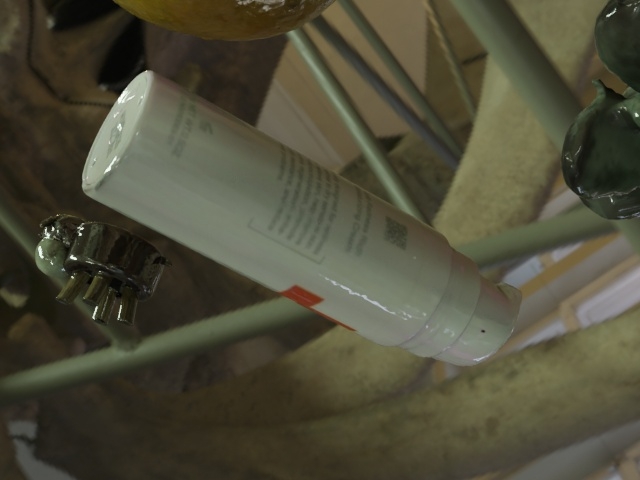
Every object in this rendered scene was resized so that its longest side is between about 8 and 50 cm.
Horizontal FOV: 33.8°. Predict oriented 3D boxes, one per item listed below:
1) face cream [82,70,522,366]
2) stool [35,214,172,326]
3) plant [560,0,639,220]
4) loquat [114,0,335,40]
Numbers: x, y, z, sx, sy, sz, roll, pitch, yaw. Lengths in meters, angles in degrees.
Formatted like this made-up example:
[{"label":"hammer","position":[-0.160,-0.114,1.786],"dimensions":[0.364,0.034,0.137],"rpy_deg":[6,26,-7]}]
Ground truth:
[{"label":"face cream","position":[0.000,0.000,0.775],"dimensions":[0.345,0.102,0.102],"rpy_deg":[29,-156,-24]},{"label":"stool","position":[-0.303,0.035,1.399],"dimensions":[0.217,0.121,0.125],"rpy_deg":[16,160,19]},{"label":"plant","position":[0.200,-0.069,0.503],"dimensions":[0.274,0.149,0.146],"rpy_deg":[-21,-97,-51]},{"label":"loquat","position":[-0.078,-0.299,0.921],"dimensions":[0.275,0.275,0.275],"rpy_deg":[49,-165,-19]}]
